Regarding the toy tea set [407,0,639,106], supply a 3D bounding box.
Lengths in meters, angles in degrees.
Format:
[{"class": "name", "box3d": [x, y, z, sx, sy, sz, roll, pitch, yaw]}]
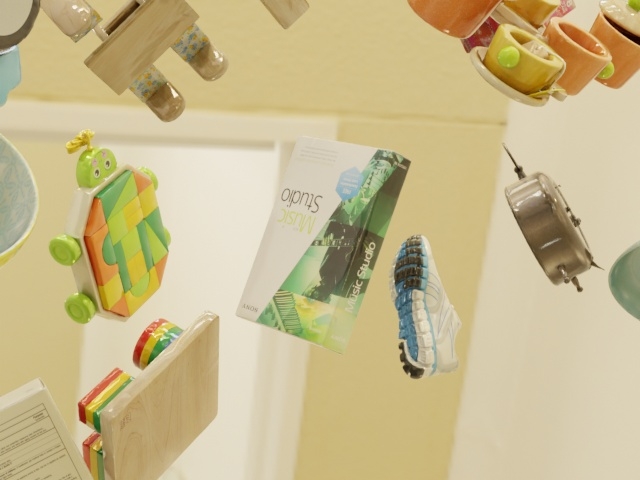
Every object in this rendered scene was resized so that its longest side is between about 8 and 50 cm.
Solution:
[{"class": "toy tea set", "box3d": [0.230, -0.239, 1.300, 0.200, 0.336, 0.124, 45, -61, 20]}]

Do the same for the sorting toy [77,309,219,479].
[{"class": "sorting toy", "box3d": [-0.269, 0.255, 2.039, 0.089, 0.255, 0.257, 28, -41, 21]}]

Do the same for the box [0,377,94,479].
[{"class": "box", "box3d": [-0.418, 0.337, 1.897, 0.232, 0.149, 0.127, 65, -13, -8]}]

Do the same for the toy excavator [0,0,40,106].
[{"class": "toy excavator", "box3d": [-0.443, -0.035, 1.196, 0.222, 0.433, 0.445, 10, -64, 27]}]

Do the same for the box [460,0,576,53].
[{"class": "box", "box3d": [0.229, -0.400, 1.819, 0.122, 0.128, 0.257, 11, -47, 61]}]

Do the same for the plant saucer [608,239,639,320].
[{"class": "plant saucer", "box3d": [0.551, 0.059, 1.768, 0.317, 0.317, 0.043, 133, -23, -60]}]

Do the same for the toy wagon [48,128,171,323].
[{"class": "toy wagon", "box3d": [-0.366, -0.028, 2.285, 0.068, 0.267, 0.344, 8, -56, 26]}]

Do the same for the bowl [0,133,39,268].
[{"class": "bowl", "box3d": [-0.526, -0.029, 1.707, 0.156, 0.289, 0.289, -58, -143, 42]}]

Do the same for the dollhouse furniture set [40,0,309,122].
[{"class": "dollhouse furniture set", "box3d": [-0.164, -0.264, 1.558, 0.242, 0.212, 0.161, -44, -126, 2]}]

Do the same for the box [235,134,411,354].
[{"class": "box", "box3d": [0.000, 0.000, 2.078, 0.232, 0.058, 0.322, 14, -96, 49]}]

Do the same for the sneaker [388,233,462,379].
[{"class": "sneaker", "box3d": [0.142, 0.087, 1.700, 0.071, 0.083, 0.190, -22, -113, 54]}]

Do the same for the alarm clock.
[{"class": "alarm clock", "box3d": [0.258, -0.033, 1.515, 0.192, 0.064, 0.129, 62, 13, 15]}]
